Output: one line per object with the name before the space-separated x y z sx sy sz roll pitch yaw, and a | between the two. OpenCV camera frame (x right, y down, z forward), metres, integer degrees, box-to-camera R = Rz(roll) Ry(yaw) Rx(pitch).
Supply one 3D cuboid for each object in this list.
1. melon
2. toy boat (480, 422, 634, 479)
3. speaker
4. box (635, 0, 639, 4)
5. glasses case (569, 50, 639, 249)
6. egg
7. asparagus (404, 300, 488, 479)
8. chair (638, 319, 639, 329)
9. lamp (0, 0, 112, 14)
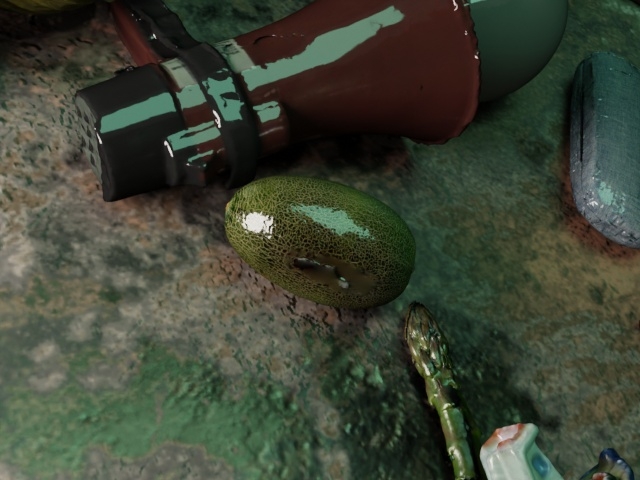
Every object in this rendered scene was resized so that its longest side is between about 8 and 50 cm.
melon | 0.000 0.000 0.714 0.162 0.099 0.099 19 50 -6
toy boat | 0.131 0.215 0.594 0.115 0.114 0.262 47 54 -2
speaker | -0.060 -0.173 0.773 0.330 0.198 0.259 -15 75 -22
box | 0.416 -0.462 1.249 0.215 0.086 0.215 32 49 2
glasses case | 0.327 -0.106 0.955 0.109 0.067 0.282 28 46 -14
egg | 0.166 -0.236 0.913 0.176 0.176 0.232 41 39 9
asparagus | 0.099 0.121 0.711 0.036 0.030 0.165 -8 59 -16
chair | 0.408 0.107 0.750 0.416 0.203 0.240 -29 75 -38
lamp | -0.271 -0.303 0.751 0.250 0.284 0.250 50 27 -38
